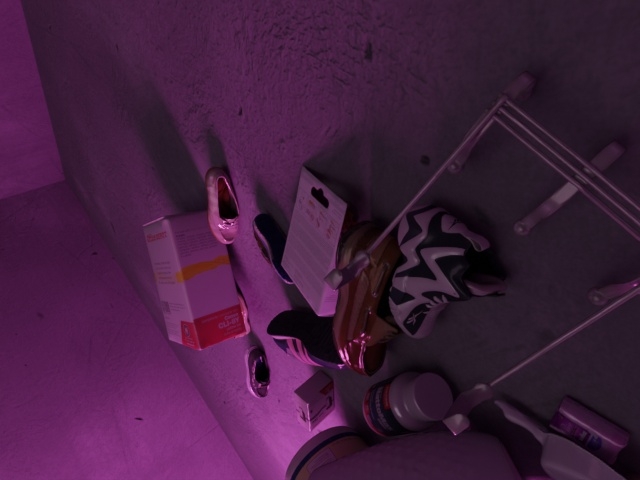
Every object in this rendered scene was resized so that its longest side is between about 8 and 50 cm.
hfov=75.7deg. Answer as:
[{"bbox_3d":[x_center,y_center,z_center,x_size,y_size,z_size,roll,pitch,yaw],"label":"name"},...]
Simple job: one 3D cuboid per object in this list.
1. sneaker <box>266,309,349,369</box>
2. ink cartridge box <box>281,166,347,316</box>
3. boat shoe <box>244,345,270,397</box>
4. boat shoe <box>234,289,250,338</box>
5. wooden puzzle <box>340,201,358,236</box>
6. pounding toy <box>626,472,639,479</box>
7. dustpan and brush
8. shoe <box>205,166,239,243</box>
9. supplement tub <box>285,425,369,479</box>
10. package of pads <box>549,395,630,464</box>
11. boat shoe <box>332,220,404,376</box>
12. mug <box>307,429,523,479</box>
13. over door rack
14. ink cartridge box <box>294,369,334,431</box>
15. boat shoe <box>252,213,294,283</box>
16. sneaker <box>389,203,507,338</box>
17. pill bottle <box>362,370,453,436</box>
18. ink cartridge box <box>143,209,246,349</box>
[{"bbox_3d":[0.004,0.253,0.985,0.319,0.112,0.131,7,137,54],"label":"sneaker"},{"bbox_3d":[0.000,0.000,0.799,0.189,0.066,0.232,47,127,49],"label":"ink cartridge box"},{"bbox_3d":[-0.208,0.471,1.436,0.076,0.080,0.228,23,124,44],"label":"boat shoe"},{"bbox_3d":[-0.281,0.249,1.360,0.068,0.072,0.189,22,131,43],"label":"boat shoe"},{"bbox_3d":[0.047,-0.038,0.774,0.049,0.006,0.083,43,143,24],"label":"wooden puzzle"},{"bbox_3d":[0.475,0.394,0.445,0.237,0.110,0.182,-11,105,55],"label":"pounding toy"},{"bbox_3d":[0.345,0.307,0.592,0.211,0.060,0.147,21,153,37],"label":"dustpan and brush"},{"bbox_3d":[-0.255,-0.081,1.075,0.058,0.077,0.218,31,135,44],"label":"shoe"},{"bbox_3d":[0.085,0.644,0.985,0.325,0.236,0.235,37,141,50],"label":"supplement tub"},{"bbox_3d":[0.363,0.256,0.559,0.083,0.032,0.050,30,133,37],"label":"package of pads"},{"bbox_3d":[0.099,0.125,0.731,0.120,0.123,0.323,22,131,36],"label":"boat shoe"},{"bbox_3d":[0.201,0.489,0.712,0.374,0.328,0.276,47,-161,-47],"label":"mug"},{"bbox_3d":[0.193,0.018,0.469,0.239,0.108,0.324,48,114,16],"label":"over door rack"},{"bbox_3d":[-0.015,0.441,1.132,0.056,0.099,0.135,28,136,37],"label":"ink cartridge box"},{"bbox_3d":[-0.104,0.025,0.978,0.183,0.066,0.066,63,153,14],"label":"boat shoe"},{"bbox_3d":[0.187,0.074,0.595,0.153,0.094,0.234,33,128,47],"label":"sneaker"},{"bbox_3d":[0.165,0.312,0.791,0.108,0.108,0.180,53,145,11],"label":"pill bottle"},{"bbox_3d":[-0.393,0.112,1.266,0.279,0.161,0.384,-6,97,54],"label":"ink cartridge box"}]
